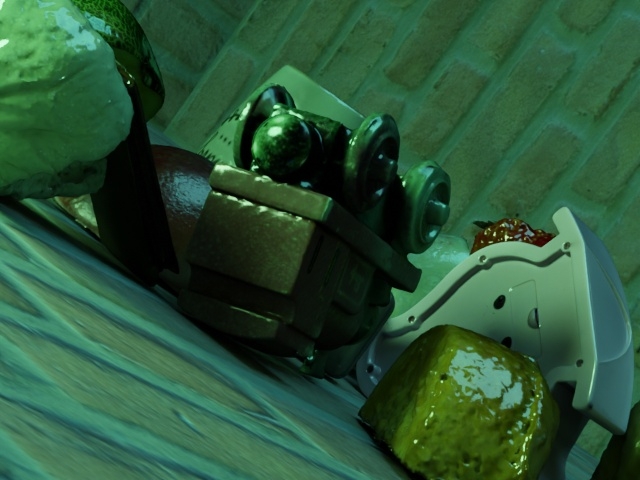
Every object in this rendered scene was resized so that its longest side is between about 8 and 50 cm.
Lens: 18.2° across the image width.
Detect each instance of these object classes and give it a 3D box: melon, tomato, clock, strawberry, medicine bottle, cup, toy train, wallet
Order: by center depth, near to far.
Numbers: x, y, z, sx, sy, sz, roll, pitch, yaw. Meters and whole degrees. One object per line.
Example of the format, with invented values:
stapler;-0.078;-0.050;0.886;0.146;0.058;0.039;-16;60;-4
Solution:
wallet;-0.166;-0.064;1.619;0.110;0.031;0.198;38;-34;46
toy train;0.000;0.000;1.730;0.150;0.222;0.304;17;-7;24
melon;-0.229;-0.176;1.736;0.265;0.169;0.129;70;13;-68
tomato;-0.128;-0.023;1.803;0.228;0.112;0.199;32;4;1
clock;0.171;0.149;1.932;0.080;0.275;0.290;36;37;-41
cup;-0.028;-0.038;2.068;0.186;0.234;0.258;33;5;-41
medicine bottle;0.087;0.066;2.140;0.143;0.147;0.147;-3;5;-3
strawberry;0.250;0.079;2.385;0.236;0.106;0.175;41;-36;29

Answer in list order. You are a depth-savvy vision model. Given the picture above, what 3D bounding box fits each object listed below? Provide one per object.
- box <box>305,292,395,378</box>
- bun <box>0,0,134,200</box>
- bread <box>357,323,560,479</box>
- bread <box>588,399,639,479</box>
box;-0.050;0.027;1.938;0.243;0.103;0.055;35;-4;8
bun;-0.235;-0.104;1.513;0.204;0.126;0.212;42;-26;32
bread;0.121;0.147;1.679;0.143;0.139;0.229;27;3;-13
bread;0.364;0.258;1.821;0.196;0.238;0.252;27;14;-16
